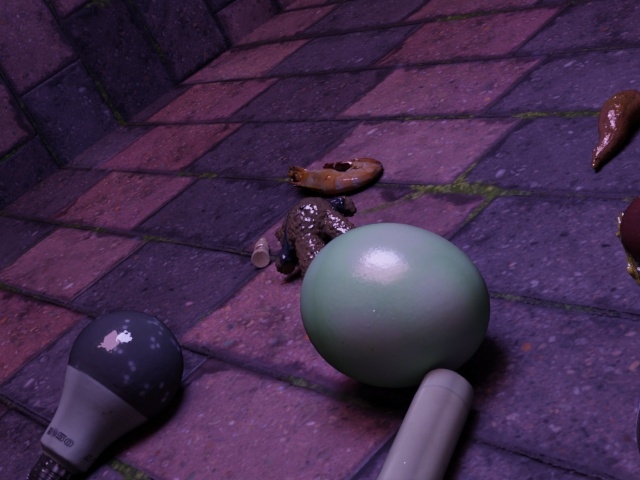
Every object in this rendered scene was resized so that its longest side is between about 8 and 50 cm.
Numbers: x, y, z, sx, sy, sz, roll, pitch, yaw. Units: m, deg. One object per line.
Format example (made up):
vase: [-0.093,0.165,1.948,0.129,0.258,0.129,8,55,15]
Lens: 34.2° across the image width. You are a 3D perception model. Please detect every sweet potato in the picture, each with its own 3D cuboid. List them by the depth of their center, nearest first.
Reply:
sweet potato: [0.491,-0.199,1.732,0.068,0.068,0.226,-4,34,43]

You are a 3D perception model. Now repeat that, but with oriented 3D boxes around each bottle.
bottle: [0.123,0.243,1.234,0.072,0.072,0.201,-12,29,33]

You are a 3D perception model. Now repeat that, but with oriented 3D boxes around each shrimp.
shrimp: [0.028,-0.140,2.123,0.236,0.053,0.133,2,40,44]

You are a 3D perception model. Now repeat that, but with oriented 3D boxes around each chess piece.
chess piece: [-0.112,0.018,1.987,0.035,0.035,0.092,-24,20,9]

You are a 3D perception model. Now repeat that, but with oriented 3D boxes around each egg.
egg: [0.097,0.087,1.390,0.269,0.220,0.220,12,45,42]

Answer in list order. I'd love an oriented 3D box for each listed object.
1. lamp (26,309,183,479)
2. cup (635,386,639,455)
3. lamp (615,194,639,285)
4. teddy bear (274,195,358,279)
lamp: [-0.330,0.256,1.622,0.181,0.182,0.314,-5,53,41]
cup: [0.439,0.085,0.990,0.253,0.253,0.372,-15,26,27]
lamp: [0.448,0.007,1.289,0.157,0.156,0.135,65,-137,-83]
teddy bear: [-0.007,-0.016,1.821,0.182,0.129,0.251,-32,25,-12]
